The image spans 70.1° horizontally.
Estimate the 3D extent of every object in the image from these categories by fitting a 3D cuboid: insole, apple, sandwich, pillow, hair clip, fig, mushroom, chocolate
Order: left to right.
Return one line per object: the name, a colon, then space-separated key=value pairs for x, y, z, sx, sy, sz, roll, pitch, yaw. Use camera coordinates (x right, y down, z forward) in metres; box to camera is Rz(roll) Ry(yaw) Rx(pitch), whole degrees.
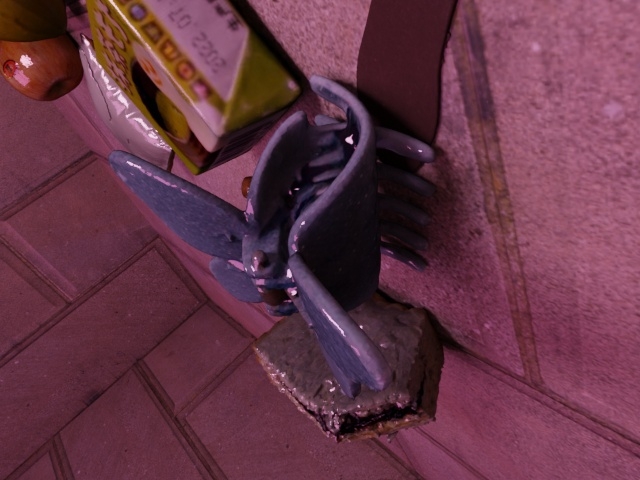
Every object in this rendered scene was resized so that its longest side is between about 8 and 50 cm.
fig: x=-0.677 y=-0.535 z=0.979 sx=0.239 sy=0.239 sz=0.271 roll=35 pitch=178 yaw=30
apple: x=-0.783 y=-0.502 z=1.277 sx=0.188 sy=0.211 sz=0.211 roll=52 pitch=160 yaw=-10
pillow: x=-0.466 y=-0.305 z=1.132 sx=0.312 sy=0.119 sz=0.310 roll=50 pitch=163 yaw=-9
chocolate: x=-0.200 y=-0.252 z=0.668 sx=0.288 sy=0.137 sz=0.301 roll=52 pitch=159 yaw=-11
mushroom: x=-0.072 y=-0.078 z=0.877 sx=0.187 sy=0.061 sz=0.060 roll=26 pitch=167 yaw=20
hair clip: x=0.000 y=0.000 z=0.571 sx=0.392 sy=0.238 sz=0.318 roll=33 pitch=159 yaw=28
sandwich: x=0.061 y=0.209 z=0.817 sx=0.325 sy=0.262 sz=0.131 roll=27 pitch=150 yaw=44
insole: x=0.079 y=-0.176 z=0.439 sx=0.111 sy=0.007 sz=0.327 roll=39 pitch=158 yaw=20
